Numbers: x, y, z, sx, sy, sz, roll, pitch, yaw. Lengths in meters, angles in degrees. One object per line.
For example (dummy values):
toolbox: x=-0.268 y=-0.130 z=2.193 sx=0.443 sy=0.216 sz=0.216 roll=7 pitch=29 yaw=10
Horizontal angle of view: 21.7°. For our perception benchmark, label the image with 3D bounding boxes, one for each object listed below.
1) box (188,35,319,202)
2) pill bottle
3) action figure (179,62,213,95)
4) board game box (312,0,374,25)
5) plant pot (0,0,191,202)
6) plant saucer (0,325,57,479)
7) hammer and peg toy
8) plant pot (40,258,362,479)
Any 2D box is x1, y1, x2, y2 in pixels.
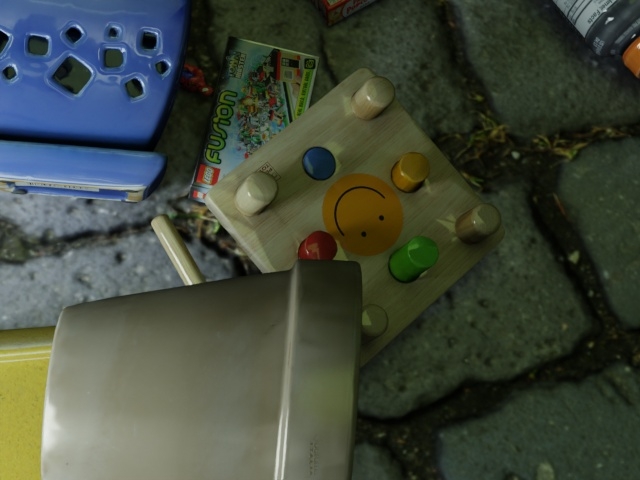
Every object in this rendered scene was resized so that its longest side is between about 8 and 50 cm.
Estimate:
box: x=-0.075 y=-0.131 z=1.931 sx=0.114 sy=0.036 sz=0.207 roll=13 pitch=64 yaw=-3
pill bottle: x=0.345 y=-0.315 z=2.032 sx=0.130 sy=0.130 sz=0.246 roll=-31 pitch=75 yaw=-21
action figure: x=-0.176 y=-0.200 z=1.947 sx=0.115 sy=0.038 sz=0.030 roll=28 pitch=42 yaw=6
board game box: x=0.055 y=-0.370 z=2.038 sx=0.193 sy=0.045 sz=0.147 roll=-30 pitch=71 yaw=-10
plant pot: x=-0.265 y=-0.156 z=1.796 sx=0.236 sy=0.236 sz=0.212 roll=5 pitch=87 yaw=-8
plant saucer: x=-0.271 y=0.229 z=1.712 sx=0.332 sy=0.081 sz=0.333 roll=-4 pitch=66 yaw=-12
hammer and peg toy: x=0.000 y=0.000 z=1.806 sx=0.361 sy=0.127 sz=0.266 roll=-39 pitch=90 yaw=-23
plant pot: x=-0.113 y=0.169 z=1.578 sx=0.280 sy=0.323 sz=0.323 roll=4 pitch=65 yaw=-3
